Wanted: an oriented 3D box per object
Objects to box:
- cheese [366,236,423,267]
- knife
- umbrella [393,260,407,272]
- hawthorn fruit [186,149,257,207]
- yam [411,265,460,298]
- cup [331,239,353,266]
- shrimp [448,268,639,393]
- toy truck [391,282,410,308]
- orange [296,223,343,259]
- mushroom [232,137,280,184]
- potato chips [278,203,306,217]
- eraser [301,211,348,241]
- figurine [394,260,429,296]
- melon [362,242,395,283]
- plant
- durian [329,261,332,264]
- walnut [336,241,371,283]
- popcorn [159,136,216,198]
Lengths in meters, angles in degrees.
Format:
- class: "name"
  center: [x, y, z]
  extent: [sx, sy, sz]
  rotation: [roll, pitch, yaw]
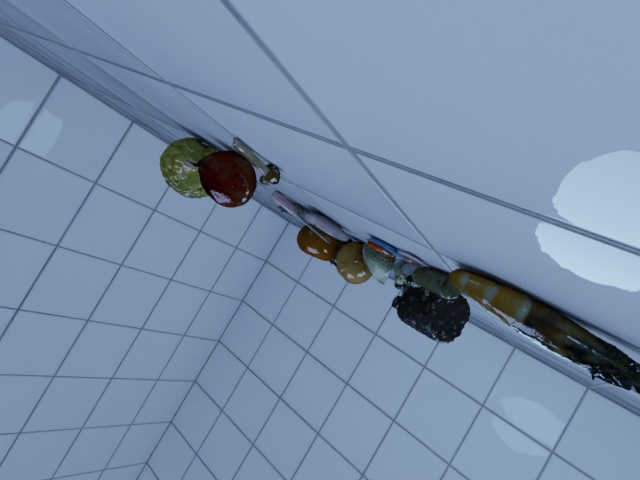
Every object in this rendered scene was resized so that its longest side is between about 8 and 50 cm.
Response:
- class: "cheese"
  center: [0.238, 0.040, 1.359]
  extent: [0.106, 0.037, 0.256]
  rotation: [30, 180, -38]
- class: "knife"
  center: [-0.081, -0.099, 1.787]
  extent: [0.336, 0.043, 0.081]
  rotation: [40, -173, -6]
- class: "umbrella"
  center: [0.326, 0.114, 1.634]
  extent: [0.062, 0.067, 0.143]
  rotation: [1, 169, 3]
- class: "hawthorn fruit"
  center: [-0.317, -0.208, 1.309]
  extent: [0.235, 0.181, 0.181]
  rotation: [27, -179, -35]
- class: "yam"
  center: [0.360, 0.129, 1.271]
  extent: [0.078, 0.078, 0.179]
  rotation: [31, 178, -18]
- class: "cup"
  center: [0.156, 0.073, 2.094]
  extent: [0.176, 0.169, 0.223]
  rotation: [39, 140, -22]
- class: "shrimp"
  center: [0.490, 0.191, 0.902]
  extent: [0.445, 0.085, 0.272]
  rotation: [32, -175, 31]
- class: "toy truck"
  center: [0.415, 0.240, 1.874]
  extent: [0.136, 0.111, 0.286]
  rotation: [31, -138, -16]
- class: "orange"
  center: [0.000, 0.000, 1.974]
  extent: [0.240, 0.171, 0.240]
  rotation: [23, 177, 1]
- class: "mushroom"
  center: [-0.175, -0.206, 1.076]
  extent: [0.060, 0.061, 0.187]
  rotation: [36, 179, 46]
- class: "potato chips"
  center: [-0.122, -0.136, 1.922]
  extent: [0.167, 0.059, 0.228]
  rotation: [25, 178, 3]
- class: "eraser"
  center: [0.002, -0.074, 1.662]
  extent: [0.204, 0.059, 0.243]
  rotation: [30, -178, 21]
- class: "figurine"
  center: [0.350, 0.139, 1.422]
  extent: [0.197, 0.093, 0.147]
  rotation: [28, -169, 38]
- class: "melon"
  center: [0.268, 0.085, 1.741]
  extent: [0.139, 0.093, 0.202]
  rotation: [-18, 107, 52]
- class: "plant"
  center: [0.414, 0.252, 1.604]
  extent: [0.213, 0.215, 0.312]
  rotation: [36, 179, -27]
- class: "durian"
  center: [0.033, 0.009, 2.377]
  extent: [0.249, 0.138, 0.183]
  rotation: [39, -147, 27]
- class: "walnut"
  center: [0.162, 0.102, 1.867]
  extent: [0.195, 0.195, 0.222]
  rotation: [30, 175, 11]
- class: "popcorn"
  center: [-0.462, -0.275, 1.525]
  extent: [0.259, 0.259, 0.212]
  rotation: [31, -157, -26]
